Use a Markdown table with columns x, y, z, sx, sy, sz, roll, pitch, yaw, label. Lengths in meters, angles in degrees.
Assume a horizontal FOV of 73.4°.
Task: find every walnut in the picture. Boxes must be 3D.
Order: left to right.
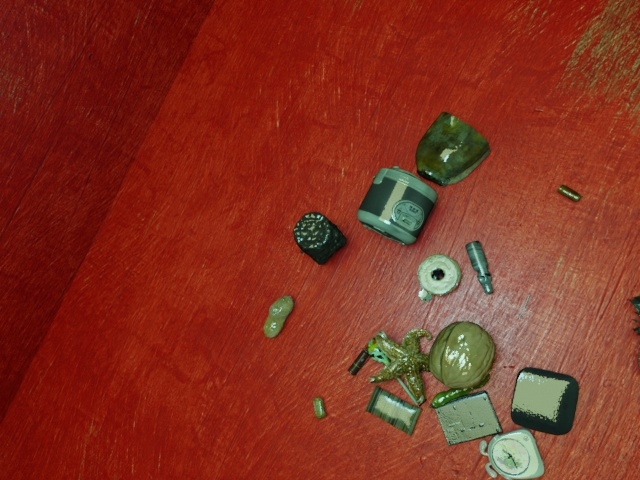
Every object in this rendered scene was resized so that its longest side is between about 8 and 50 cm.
| x | y | z | sx | sy | sz | roll | pitch | yaw | label |
| --- | --- | --- | --- | --- | --- | --- | --- | --- | --- |
| 0.511 | 0.415 | 1.558 | 0.225 | 0.225 | 0.261 | 23 | 59 | 27 | walnut |

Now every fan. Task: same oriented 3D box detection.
| x | y | z | sx | sy | sz | roll | pitch | yaw | label |
| --- | --- | --- | --- | --- | --- | --- | --- | --- | --- |
| 0.444 | 0.217 | 1.758 | 0.083 | 0.004 | 0.056 | -31 | 65 | 14 | fan |

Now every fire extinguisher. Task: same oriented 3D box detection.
| x | y | z | sx | sy | sz | roll | pitch | yaw | label |
| --- | --- | --- | --- | --- | --- | --- | --- | --- | --- |
| 0.166 | 0.502 | 1.794 | 0.056 | 0.039 | 0.132 | 36 | 93 | -6 | fire extinguisher |

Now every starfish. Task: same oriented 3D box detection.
| x | y | z | sx | sy | sz | roll | pitch | yaw | label |
| --- | --- | --- | --- | --- | --- | --- | --- | --- | --- |
| 0.335 | 0.480 | 1.646 | 0.312 | 0.113 | 0.303 | -12 | 63 | -8 | starfish |

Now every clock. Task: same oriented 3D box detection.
| x | y | z | sx | sy | sz | roll | pitch | yaw | label |
| --- | --- | --- | --- | --- | --- | --- | --- | --- | --- |
| 0.664 | 0.750 | 1.502 | 0.191 | 0.062 | 0.151 | -20 | 71 | 19 | clock |

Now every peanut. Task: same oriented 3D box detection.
| x | y | z | sx | sy | sz | roll | pitch | yaw | label |
| --- | --- | --- | --- | --- | --- | --- | --- | --- | --- |
| -0.196 | 0.348 | 1.969 | 0.100 | 0.099 | 0.214 | 26 | 95 | 27 | peanut |

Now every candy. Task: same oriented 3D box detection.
| x | y | z | sx | sy | sz | roll | pitch | yaw | label |
| --- | --- | --- | --- | --- | --- | --- | --- | --- | --- |
| 0.296 | 0.524 | 1.725 | 0.083 | 0.091 | 0.305 | -46 | 74 | 31 | candy |

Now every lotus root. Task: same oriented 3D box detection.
| x | y | z | sx | sy | sz | roll | pitch | yaw | label |
| --- | --- | --- | --- | --- | --- | --- | --- | --- | --- |
| 0.511 | -0.374 | 1.796 | 0.260 | 0.149 | 0.267 | -46 | 61 | 7 | lotus root |

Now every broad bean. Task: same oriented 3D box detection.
| x | y | z | sx | sy | sz | roll | pitch | yaw | label |
| --- | --- | --- | --- | --- | --- | --- | --- | --- | --- |
| 0.521 | 0.562 | 1.614 | 0.256 | 0.053 | 0.052 | -33 | 67 | 11 | broad bean |

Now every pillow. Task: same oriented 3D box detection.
| x | y | z | sx | sy | sz | roll | pitch | yaw | label |
| --- | --- | --- | --- | --- | --- | --- | --- | --- | --- |
| 0.287 | 0.671 | 1.701 | 0.203 | 0.038 | 0.113 | 22 | 84 | 26 | pillow |

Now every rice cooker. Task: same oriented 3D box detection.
| x | y | z | sx | sy | sz | roll | pitch | yaw | label |
| --- | --- | --- | --- | --- | --- | --- | --- | --- | --- |
| 0.318 | -0.144 | 1.756 | 0.288 | 0.288 | 0.277 | 28 | 89 | 27 | rice cooker |

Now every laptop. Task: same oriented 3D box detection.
| x | y | z | sx | sy | sz | roll | pitch | yaw | label |
| --- | --- | --- | --- | --- | --- | --- | --- | --- | --- |
| 0.545 | 0.660 | 1.596 | 0.207 | 0.026 | 0.153 | -24 | 70 | 18 | laptop |

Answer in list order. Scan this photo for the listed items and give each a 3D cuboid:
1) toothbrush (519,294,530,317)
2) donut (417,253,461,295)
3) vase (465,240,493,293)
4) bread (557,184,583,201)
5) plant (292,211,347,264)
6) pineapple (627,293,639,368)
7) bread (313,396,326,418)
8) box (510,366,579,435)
| x | y | z | sx | sy | sz | roll | pitch | yaw | label |
| --- | --- | --- | --- | --- | --- | --- | --- | --- | --- |
| 0.766 | 0.247 | 1.608 | 0.006 | 0.008 | 0.097 | 22 | 86 | 13 | toothbrush |
| 0.477 | 0.140 | 1.728 | 0.175 | 0.068 | 0.174 | -7 | 73 | 23 | donut |
| 0.626 | 0.107 | 1.675 | 0.060 | 0.060 | 0.211 | -19 | 72 | 19 | vase |
| 0.937 | -0.176 | 1.615 | 0.083 | 0.047 | 0.036 | 41 | 126 | 28 | bread |
| 0.000 | 0.000 | 1.864 | 0.199 | 0.276 | 0.188 | -46 | 68 | -3 | plant |
| 1.092 | 0.302 | 1.394 | 0.130 | 0.119 | 0.277 | -14 | 70 | 40 | pineapple |
| -0.004 | 0.710 | 1.823 | 0.049 | 0.034 | 0.088 | -29 | 63 | 30 | bread |
| 0.783 | 0.562 | 1.506 | 0.201 | 0.042 | 0.212 | 8 | 82 | 25 | box |
